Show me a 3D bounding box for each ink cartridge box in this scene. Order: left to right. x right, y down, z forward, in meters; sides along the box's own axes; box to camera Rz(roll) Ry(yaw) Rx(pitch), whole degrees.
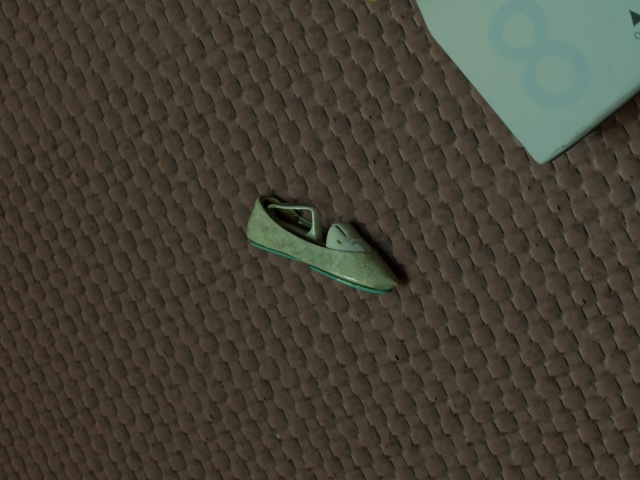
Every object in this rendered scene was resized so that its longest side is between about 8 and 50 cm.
[{"bbox_3d":[0.160,-0.293,1.494,0.385,0.091,0.308,49,131,1],"label":"ink cartridge box"}]

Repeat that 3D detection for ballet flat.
[{"bbox_3d":[0.000,0.000,1.792,0.168,0.057,0.052,20,109,31],"label":"ballet flat"}]
